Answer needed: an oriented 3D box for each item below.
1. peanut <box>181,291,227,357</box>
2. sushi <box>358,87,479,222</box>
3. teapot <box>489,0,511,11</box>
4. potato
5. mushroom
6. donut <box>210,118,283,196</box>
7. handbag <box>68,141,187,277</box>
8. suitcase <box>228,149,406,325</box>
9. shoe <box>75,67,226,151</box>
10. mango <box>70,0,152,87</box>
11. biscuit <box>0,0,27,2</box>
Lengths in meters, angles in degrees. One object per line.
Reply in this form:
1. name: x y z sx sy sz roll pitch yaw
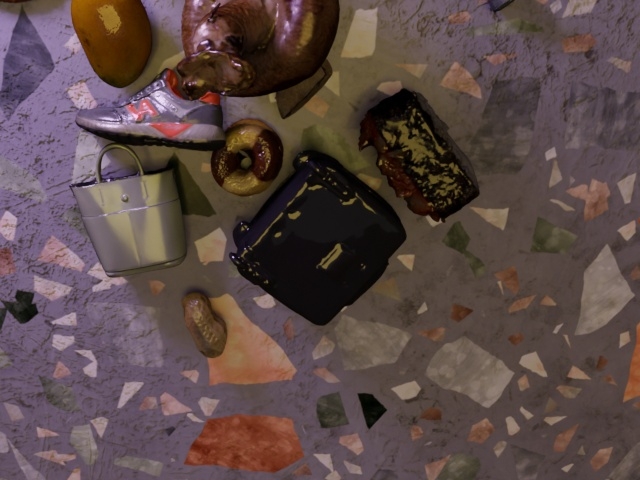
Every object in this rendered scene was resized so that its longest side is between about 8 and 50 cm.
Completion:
1. peanut: -0.296 0.218 1.571 0.093 0.083 0.194 -10 114 12
2. sushi: 0.239 -0.190 1.432 0.182 0.196 0.343 -29 108 25
3. teapot: 0.411 -0.556 1.365 0.088 0.066 0.057 -34 95 -16
4. potato: -0.041 -0.367 1.384 0.100 0.089 0.172 48 132 0
5. mushroom: -0.159 -0.426 1.189 0.356 0.331 0.334 -10 95 -42
6. donut: -0.174 -0.188 1.418 0.184 0.073 0.166 -42 97 15
7. handbag: -0.443 -0.078 1.433 0.241 0.109 0.315 -11 108 -4
8. suitcase: 0.000 0.000 1.464 0.339 0.188 0.345 38 101 -17
9. shoe: -0.368 -0.297 1.340 0.337 0.132 0.171 6 89 3
10. mango: -0.429 -0.434 1.279 0.152 0.120 0.221 -14 119 3
11. biscuit: -0.640 -0.634 1.215 0.305 0.038 0.305 -2 112 -6
